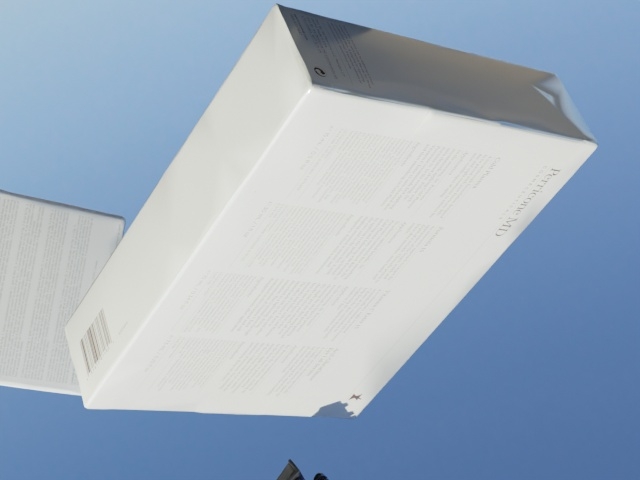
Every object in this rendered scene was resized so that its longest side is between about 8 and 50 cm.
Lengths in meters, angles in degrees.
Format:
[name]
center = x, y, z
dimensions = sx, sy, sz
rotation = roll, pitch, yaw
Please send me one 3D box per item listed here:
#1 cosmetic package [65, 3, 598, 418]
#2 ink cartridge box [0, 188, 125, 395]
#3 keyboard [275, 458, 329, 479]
[cosmetic package]
center = 0.000, 0.000, 1.168
dimensions = 0.377, 0.284, 0.097
rotation = -52, -136, 34
[ink cartridge box]
center = -0.310, 0.045, 1.400
dimensions = 0.232, 0.189, 0.066
rotation = 13, 174, -37
[keyboard]
center = -0.011, 0.264, 1.311
dimensions = 0.023, 0.180, 0.108
rotation = 23, -116, 30
